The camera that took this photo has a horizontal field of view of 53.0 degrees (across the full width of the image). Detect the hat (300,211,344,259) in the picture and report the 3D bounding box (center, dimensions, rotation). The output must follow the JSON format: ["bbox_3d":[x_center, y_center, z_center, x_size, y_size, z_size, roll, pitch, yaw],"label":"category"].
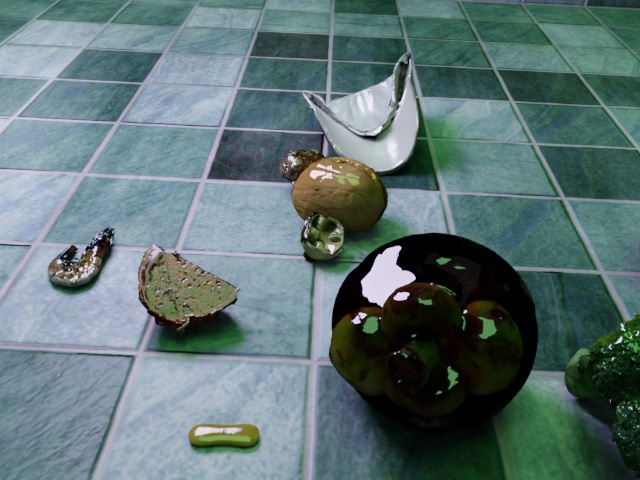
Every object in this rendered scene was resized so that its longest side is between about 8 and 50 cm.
[{"bbox_3d":[-0.001,0.000,1.125,0.076,0.059,0.077,19,54,-10],"label":"hat"}]

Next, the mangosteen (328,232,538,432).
[{"bbox_3d":[0.135,0.126,0.824,0.288,0.233,0.287,8,36,-6],"label":"mangosteen"}]

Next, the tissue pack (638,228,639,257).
[{"bbox_3d":[0.701,0.003,1.035,0.333,0.236,0.229,23,49,26],"label":"tissue pack"}]

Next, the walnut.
[{"bbox_3d":[0.041,-0.085,1.185,0.180,0.144,0.144,11,36,22],"label":"walnut"}]

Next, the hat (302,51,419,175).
[{"bbox_3d":[0.120,-0.267,1.464,0.258,0.168,0.301,-19,61,7],"label":"hat"}]

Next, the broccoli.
[{"bbox_3d":[0.422,0.190,0.780,0.254,0.269,0.269,-8,37,-22],"label":"broccoli"}]

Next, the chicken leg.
[{"bbox_3d":[0.013,-0.134,1.313,0.196,0.080,0.125,-3,45,-20],"label":"chicken leg"}]

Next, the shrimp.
[{"bbox_3d":[-0.404,0.021,1.091,0.091,0.034,0.161,7,36,7],"label":"shrimp"}]

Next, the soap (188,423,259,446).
[{"bbox_3d":[-0.122,0.246,0.813,0.089,0.012,0.034,0,36,-3],"label":"soap"}]

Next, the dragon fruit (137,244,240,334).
[{"bbox_3d":[-0.215,0.091,0.977,0.162,0.083,0.106,28,58,5],"label":"dragon fruit"}]
